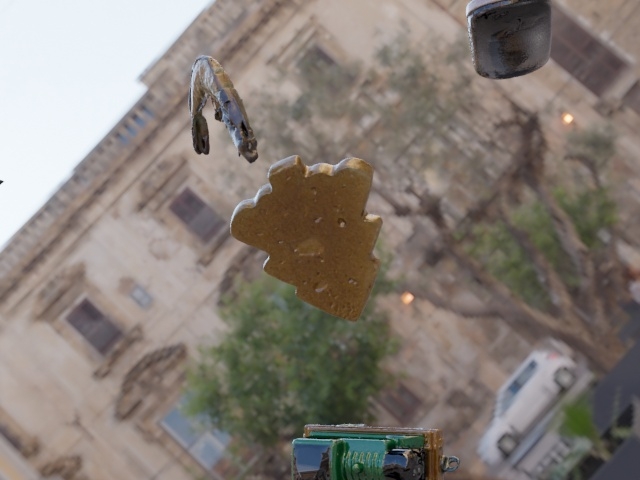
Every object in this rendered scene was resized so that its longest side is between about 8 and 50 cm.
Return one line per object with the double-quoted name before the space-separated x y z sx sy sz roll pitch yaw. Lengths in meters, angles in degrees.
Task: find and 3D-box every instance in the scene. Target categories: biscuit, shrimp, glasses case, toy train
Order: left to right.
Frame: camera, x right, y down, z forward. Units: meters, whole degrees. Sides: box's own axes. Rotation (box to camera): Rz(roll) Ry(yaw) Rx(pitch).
"shrimp" -0.137 -0.148 1.702 0.035 0.195 0.148 -10 -33 -30
"biscuit" 0.000 0.000 1.677 0.212 0.238 0.041 -22 14 16
"toy train" 0.055 0.274 1.553 0.136 0.228 0.091 7 -98 -62
"glasses case" 0.282 -0.306 1.886 0.122 0.075 0.314 -11 -11 8

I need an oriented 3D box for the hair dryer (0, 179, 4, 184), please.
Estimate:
"hair dryer" -0.591 -0.144 1.861 0.340 0.123 0.312 5 -69 -53
